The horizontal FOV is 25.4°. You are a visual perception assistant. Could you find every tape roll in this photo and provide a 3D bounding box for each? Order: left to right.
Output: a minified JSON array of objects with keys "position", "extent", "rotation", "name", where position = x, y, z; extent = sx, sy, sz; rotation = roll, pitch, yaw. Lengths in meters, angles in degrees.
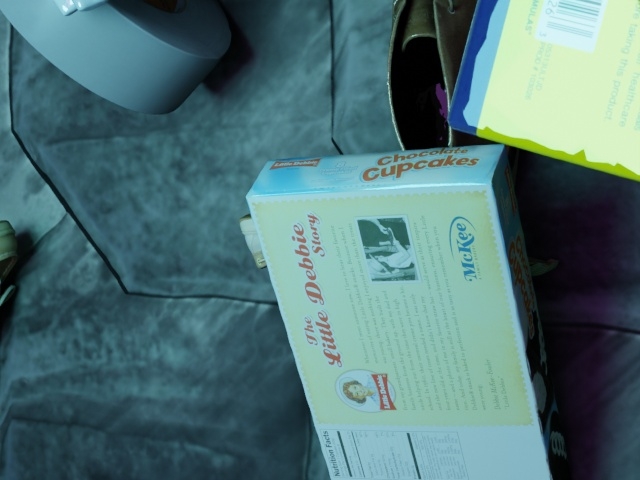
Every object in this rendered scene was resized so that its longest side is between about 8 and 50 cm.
[{"position":[-0.180,-0.210,1.206],"extent":[0.072,0.219,0.219],"rotation":[-44,73,23],"name":"tape roll"}]

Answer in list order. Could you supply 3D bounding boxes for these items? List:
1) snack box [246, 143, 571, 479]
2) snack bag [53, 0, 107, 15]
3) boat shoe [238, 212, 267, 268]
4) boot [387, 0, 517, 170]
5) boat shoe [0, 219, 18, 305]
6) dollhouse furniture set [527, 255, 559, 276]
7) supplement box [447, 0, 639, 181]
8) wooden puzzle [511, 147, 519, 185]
[{"position":[0.075,0.083,1.086],"extent":[0.187,0.060,0.322],"rotation":[-2,122,22],"name":"snack box"},{"position":[-0.147,-0.361,1.165],"extent":[0.323,0.342,0.037],"rotation":[50,154,17],"name":"snack bag"},{"position":[0.000,0.000,1.204],"extent":[0.170,0.063,0.059],"rotation":[-1,105,50],"name":"boat shoe"},{"position":[0.099,-0.189,1.113],"extent":[0.112,0.115,0.305],"rotation":[-6,82,24],"name":"boot"},{"position":[-0.368,0.092,1.397],"extent":[0.089,0.104,0.285],"rotation":[49,123,12],"name":"boat shoe"},{"position":[0.108,0.026,1.150],"extent":[0.151,0.076,0.059],"rotation":[17,98,36],"name":"dollhouse furniture set"},{"position":[0.301,-0.122,0.970],"extent":[0.356,0.194,0.195],"rotation":[19,101,26],"name":"supplement box"},{"position":[0.127,-0.066,1.169],"extent":[0.078,0.014,0.116],"rotation":[16,100,22],"name":"wooden puzzle"}]
